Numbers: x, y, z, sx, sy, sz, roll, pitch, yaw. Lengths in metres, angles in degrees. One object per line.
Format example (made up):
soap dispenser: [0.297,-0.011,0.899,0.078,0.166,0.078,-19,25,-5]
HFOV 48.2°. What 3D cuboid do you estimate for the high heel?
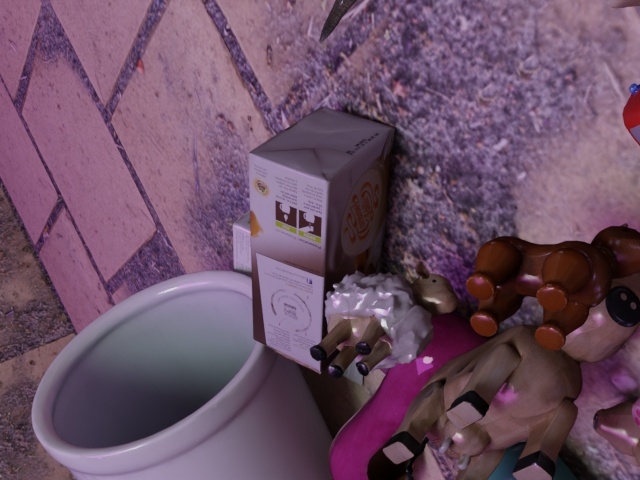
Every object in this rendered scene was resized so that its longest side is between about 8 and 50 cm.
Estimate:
high heel: [0.110,0.237,0.828,0.181,0.127,0.377,28,136,37]

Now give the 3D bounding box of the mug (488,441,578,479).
mug: [0.183,0.270,0.716,0.158,0.129,0.097,-39,63,12]

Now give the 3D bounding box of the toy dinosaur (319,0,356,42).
toy dinosaur: [0.056,-0.266,0.470,0.160,0.121,0.313,44,120,28]

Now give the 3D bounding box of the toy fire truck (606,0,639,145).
toy fire truck: [0.209,-0.142,0.405,0.135,0.192,0.047,34,165,-2]

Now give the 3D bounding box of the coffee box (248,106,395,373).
coffee box: [0.000,0.000,0.781,0.098,0.141,0.246,21,128,25]

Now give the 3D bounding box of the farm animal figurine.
farm animal figurine: [0.198,0.123,0.578,0.327,0.172,0.330,-24,104,45]

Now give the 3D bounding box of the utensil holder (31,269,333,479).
utensil holder: [-0.144,0.288,0.985,0.327,0.327,0.385,17,139,49]

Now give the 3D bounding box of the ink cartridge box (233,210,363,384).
ink cartridge box: [-0.019,0.077,0.984,0.225,0.056,0.181,23,132,22]
